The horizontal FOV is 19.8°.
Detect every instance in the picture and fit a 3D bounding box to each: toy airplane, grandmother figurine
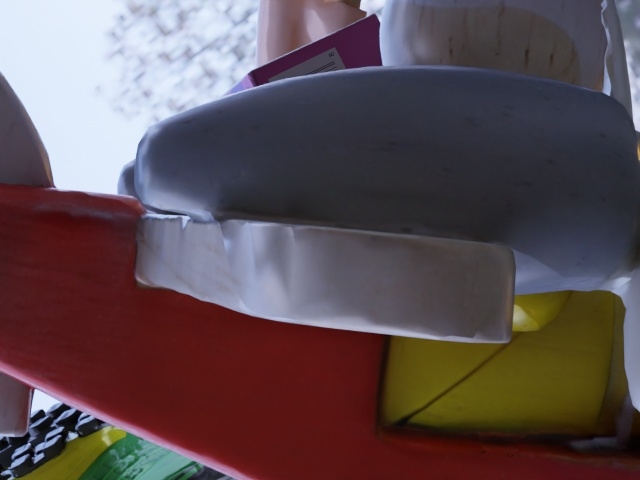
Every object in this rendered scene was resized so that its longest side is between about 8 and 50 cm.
[{"bbox_3d":[0.000,0.000,0.660,0.384,0.386,0.272,28,-92,-51],"label":"toy airplane"},{"bbox_3d":[-0.030,-0.075,1.682,0.104,0.208,0.342,8,-85,-18],"label":"grandmother figurine"}]

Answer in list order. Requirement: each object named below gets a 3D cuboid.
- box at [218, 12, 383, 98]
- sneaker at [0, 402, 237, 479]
[{"bbox_3d":[-0.002,-0.019,1.383,0.117,0.243,0.214,-28,-91,-27],"label":"box"},{"bbox_3d":[-0.058,0.131,0.956,0.146,0.343,0.134,60,-159,-11],"label":"sneaker"}]
